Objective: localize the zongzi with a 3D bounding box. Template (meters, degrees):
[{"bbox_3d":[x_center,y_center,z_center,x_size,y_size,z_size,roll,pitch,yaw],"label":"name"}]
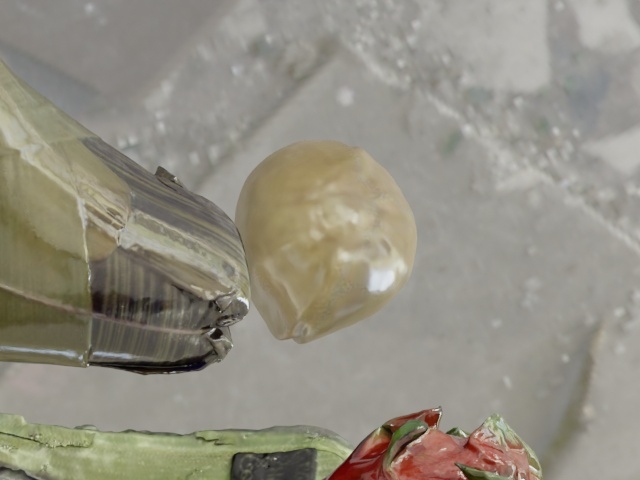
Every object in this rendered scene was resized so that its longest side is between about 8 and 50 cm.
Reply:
[{"bbox_3d":[-0.175,-0.064,1.133,0.289,0.154,0.317,3,124,-14],"label":"zongzi"}]

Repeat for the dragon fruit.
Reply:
[{"bbox_3d":[0.039,0.164,0.827,0.135,0.137,0.236,-12,156,-15],"label":"dragon fruit"}]

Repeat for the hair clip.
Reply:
[{"bbox_3d":[-0.136,0.171,1.071,0.321,0.138,0.091,6,127,2],"label":"hair clip"}]

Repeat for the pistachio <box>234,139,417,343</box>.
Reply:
[{"bbox_3d":[0.000,0.000,1.605,0.162,0.293,0.181,17,98,-11],"label":"pistachio"}]
